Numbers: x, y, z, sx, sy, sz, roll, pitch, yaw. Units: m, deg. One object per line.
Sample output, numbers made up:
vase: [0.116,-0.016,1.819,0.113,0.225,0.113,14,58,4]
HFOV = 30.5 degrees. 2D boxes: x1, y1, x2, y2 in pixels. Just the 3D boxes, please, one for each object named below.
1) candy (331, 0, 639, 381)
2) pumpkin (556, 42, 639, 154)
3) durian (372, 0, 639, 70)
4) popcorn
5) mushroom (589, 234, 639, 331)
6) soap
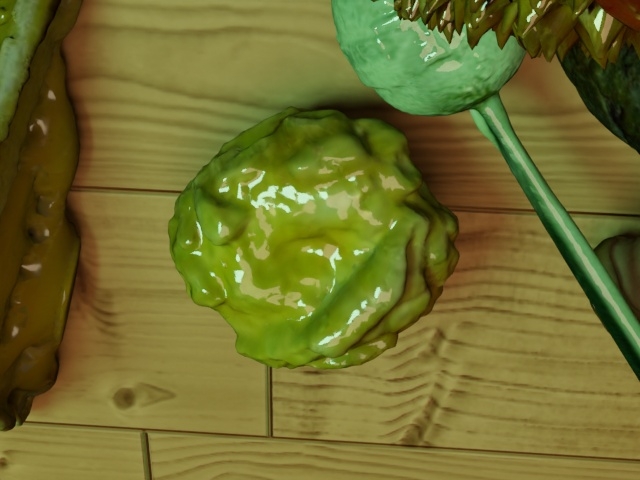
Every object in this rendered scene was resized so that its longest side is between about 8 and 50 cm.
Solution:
candy: [0.151,-0.014,0.758,0.119,0.119,0.440,-28,105,22]
pumpkin: [0.193,-0.099,0.670,0.163,0.111,0.278,-8,93,40]
durian: [0.122,-0.242,0.468,0.348,0.347,0.384,18,145,-7]
popcorn: [0.000,-0.004,0.809,0.198,0.155,0.197,7,112,18]
mushroom: [0.297,-0.055,0.757,0.128,0.128,0.350,24,126,-12]
soap: [-0.256,-0.031,0.875,0.169,0.304,0.338,17,86,1]
